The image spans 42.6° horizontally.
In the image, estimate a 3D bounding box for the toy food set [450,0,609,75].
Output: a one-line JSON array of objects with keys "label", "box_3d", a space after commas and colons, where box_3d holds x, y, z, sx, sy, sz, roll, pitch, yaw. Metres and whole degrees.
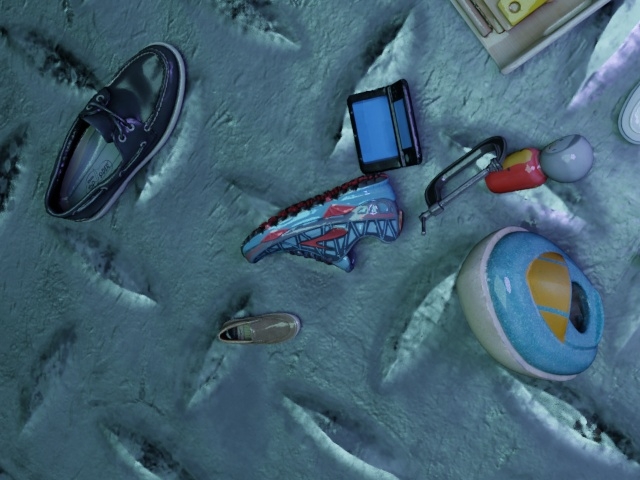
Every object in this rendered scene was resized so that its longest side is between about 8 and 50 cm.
[{"label": "toy food set", "box_3d": [0.241, -0.402, 1.073, 0.220, 0.092, 0.306, -36, 91, 20]}]

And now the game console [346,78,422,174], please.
[{"label": "game console", "box_3d": [0.091, -0.161, 1.184, 0.071, 0.107, 0.122, -13, 95, -8]}]

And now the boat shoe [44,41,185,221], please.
[{"label": "boat shoe", "box_3d": [-0.339, -0.167, 1.306, 0.127, 0.113, 0.340, 45, 109, 8]}]

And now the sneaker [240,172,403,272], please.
[{"label": "sneaker", "box_3d": [0.000, 0.000, 1.220, 0.262, 0.104, 0.125, -22, 97, 25]}]

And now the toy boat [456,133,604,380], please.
[{"label": "toy boat", "box_3d": [0.287, 0.017, 1.066, 0.148, 0.267, 0.318, -14, 65, 40]}]

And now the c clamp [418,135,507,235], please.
[{"label": "c clamp", "box_3d": [0.197, -0.079, 1.132, 0.160, 0.137, 0.022, -40, 109, 15]}]

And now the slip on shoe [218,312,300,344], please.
[{"label": "slip on shoe", "box_3d": [-0.099, 0.143, 1.307, 0.135, 0.041, 0.051, -3, 97, 19]}]

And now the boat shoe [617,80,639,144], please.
[{"label": "boat shoe", "box_3d": [0.473, -0.210, 1.039, 0.226, 0.076, 0.083, -45, 82, 19]}]
